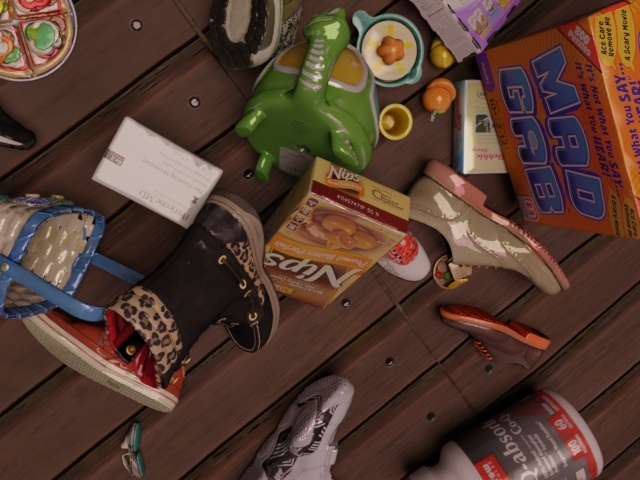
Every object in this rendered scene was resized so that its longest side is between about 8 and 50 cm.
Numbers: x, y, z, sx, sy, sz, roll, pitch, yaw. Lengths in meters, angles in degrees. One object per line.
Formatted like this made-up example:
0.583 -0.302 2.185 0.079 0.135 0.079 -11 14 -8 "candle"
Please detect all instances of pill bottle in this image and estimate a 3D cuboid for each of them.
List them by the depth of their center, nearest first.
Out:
0.385 0.486 1.422 0.363 0.210 0.210 -28 105 -8 "pill bottle"

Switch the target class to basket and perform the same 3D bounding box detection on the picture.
-0.435 0.038 1.106 0.289 0.255 0.201 30 96 4 "basket"

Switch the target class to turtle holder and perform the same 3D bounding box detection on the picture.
-0.018 -0.242 1.162 0.320 0.243 0.227 50 54 -51 "turtle holder"

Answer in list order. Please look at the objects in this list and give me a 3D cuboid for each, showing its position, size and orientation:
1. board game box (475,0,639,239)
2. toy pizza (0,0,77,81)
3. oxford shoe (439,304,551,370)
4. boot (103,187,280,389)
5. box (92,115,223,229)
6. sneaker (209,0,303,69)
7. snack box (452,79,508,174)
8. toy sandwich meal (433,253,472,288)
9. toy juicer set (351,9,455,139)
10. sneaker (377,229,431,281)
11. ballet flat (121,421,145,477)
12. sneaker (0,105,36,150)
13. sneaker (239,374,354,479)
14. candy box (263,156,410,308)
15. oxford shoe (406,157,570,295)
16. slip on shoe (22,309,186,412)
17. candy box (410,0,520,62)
0.557 -0.244 1.198 0.356 0.356 0.356 -22 101 -11 "board game box"
-0.520 -0.374 1.144 0.201 0.032 0.201 -2 100 -14 "toy pizza"
0.363 0.211 1.431 0.271 0.097 0.098 20 100 -16 "oxford shoe"
-0.203 0.130 1.136 0.284 0.138 0.377 -48 153 -35 "boot"
-0.282 -0.119 1.169 0.181 0.182 0.119 29 91 -17 "box"
-0.071 -0.496 1.184 0.158 0.182 0.410 24 104 28 "sneaker"
0.430 -0.233 1.386 0.321 0.060 0.187 -2 99 -14 "snack box"
0.279 0.066 1.417 0.085 0.029 0.086 -2 100 -13 "toy sandwich meal"
0.163 -0.374 1.282 0.209 0.089 0.329 -22 103 -9 "toy juicer set"
0.138 -0.005 1.308 0.090 0.145 0.270 -46 107 -6 "sneaker"
-0.370 0.411 1.315 0.041 0.041 0.114 -6 100 -13 "ballet flat"
-0.600 -0.251 1.112 0.283 0.107 0.124 25 87 -16 "sneaker"
-0.003 0.454 1.364 0.210 0.137 0.366 34 95 -17 "sneaker"
0.000 0.000 1.203 0.182 0.316 0.088 23 53 -16 "candy box"
0.333 0.004 1.376 0.397 0.140 0.146 38 96 -8 "oxford shoe"
-0.398 0.201 1.245 0.331 0.123 0.101 32 59 -12 "slip on shoe"
0.264 -0.470 1.273 0.196 0.070 0.165 46 65 -16 "candy box"
